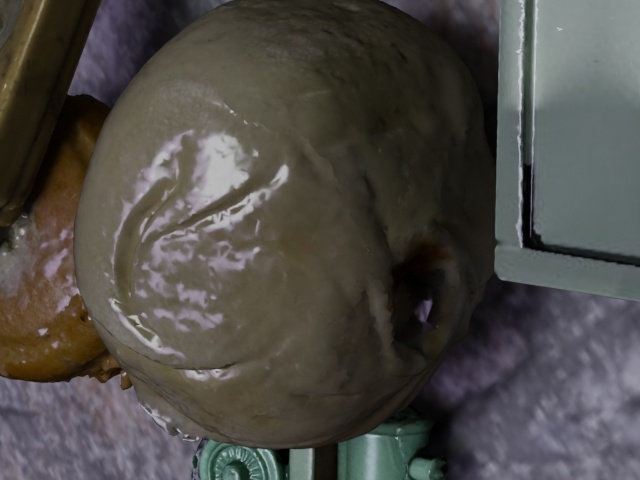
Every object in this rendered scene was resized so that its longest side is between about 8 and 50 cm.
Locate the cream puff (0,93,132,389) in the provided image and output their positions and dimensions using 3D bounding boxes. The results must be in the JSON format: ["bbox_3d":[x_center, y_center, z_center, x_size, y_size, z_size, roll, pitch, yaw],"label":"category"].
[{"bbox_3d":[-0.113,-0.001,0.844,0.144,0.103,0.126,30,101,30],"label":"cream puff"}]

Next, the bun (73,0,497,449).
[{"bbox_3d":[0.000,0.000,0.702,0.113,0.166,0.173,27,132,44],"label":"bun"}]

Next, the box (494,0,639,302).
[{"bbox_3d":[0.178,-0.092,0.556,0.225,0.117,0.225,9,104,40],"label":"box"}]

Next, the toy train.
[{"bbox_3d":[0.010,0.142,0.792,0.118,0.074,0.176,8,100,31],"label":"toy train"}]

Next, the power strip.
[{"bbox_3d":[-0.115,-0.130,0.786,0.064,0.044,0.305,20,90,34],"label":"power strip"}]
